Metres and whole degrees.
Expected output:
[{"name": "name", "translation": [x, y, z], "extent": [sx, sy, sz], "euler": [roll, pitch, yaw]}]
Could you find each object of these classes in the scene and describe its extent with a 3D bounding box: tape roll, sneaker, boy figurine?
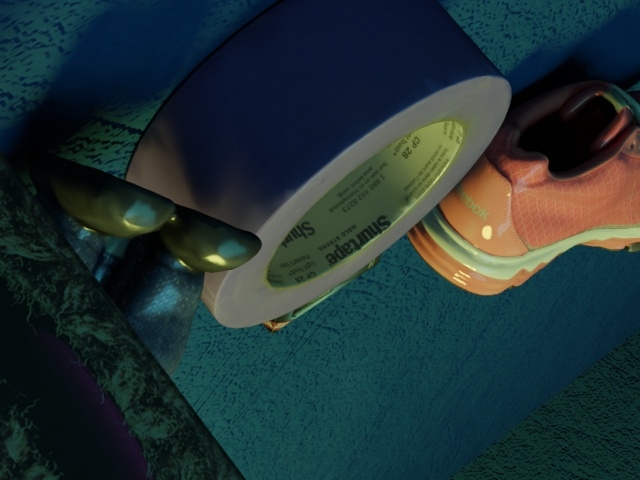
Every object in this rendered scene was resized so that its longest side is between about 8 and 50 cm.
[{"name": "tape roll", "translation": [0.000, -0.045, 0.827], "extent": [0.189, 0.080, 0.189], "euler": [-36, 164, -12]}, {"name": "sneaker", "translation": [0.203, -0.060, 1.177], "extent": [0.314, 0.116, 0.136], "euler": [-24, 157, -42]}, {"name": "boy figurine", "translation": [-0.137, 0.105, 0.698], "extent": [0.177, 0.092, 0.285], "euler": [28, 84, -35]}]

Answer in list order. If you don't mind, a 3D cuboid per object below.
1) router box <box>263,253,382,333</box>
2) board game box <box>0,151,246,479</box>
[{"name": "router box", "translation": [0.000, 0.000, 1.025], "extent": [0.092, 0.038, 0.122], "euler": [-34, 163, -21]}, {"name": "board game box", "translation": [-0.180, 0.131, 0.512], "extent": [0.291, 0.232, 0.141], "euler": [-39, -178, -34]}]
